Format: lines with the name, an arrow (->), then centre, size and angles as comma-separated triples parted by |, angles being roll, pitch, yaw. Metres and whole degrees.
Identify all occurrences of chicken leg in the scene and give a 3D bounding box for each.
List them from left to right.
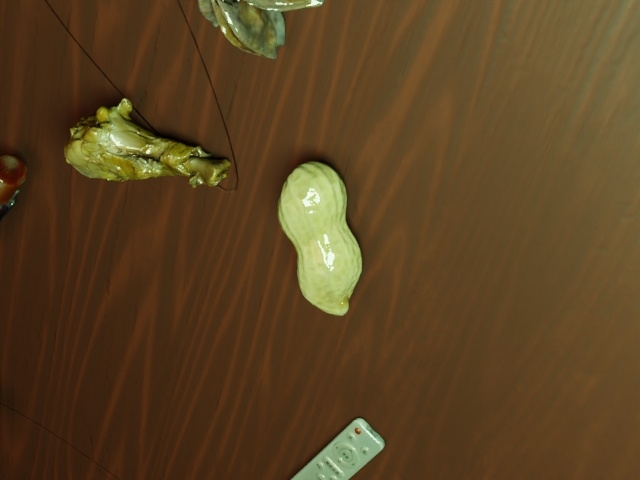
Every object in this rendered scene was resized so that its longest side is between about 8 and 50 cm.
chicken leg -> -0.205, -0.107, 1.496 | 0.207, 0.085, 0.101 | 13, 138, 21

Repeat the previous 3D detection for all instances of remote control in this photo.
remote control -> 0.018, 0.282, 1.609 | 0.050, 0.027, 0.184 | 45, 130, 4

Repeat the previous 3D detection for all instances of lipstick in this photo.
lipstick -> -0.477, -0.030, 1.755 | 0.081, 0.081, 0.300 | 52, 136, -1

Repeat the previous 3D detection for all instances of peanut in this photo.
peanut -> 0.000, 0.000, 1.408 | 0.082, 0.082, 0.187 | 2, 119, 37

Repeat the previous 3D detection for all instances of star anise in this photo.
star anise -> -0.097, -0.296, 1.292 | 0.236, 0.093, 0.229 | 25, 135, 29
